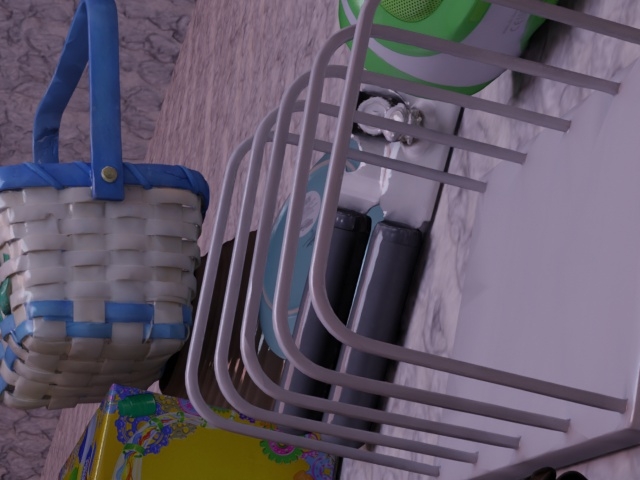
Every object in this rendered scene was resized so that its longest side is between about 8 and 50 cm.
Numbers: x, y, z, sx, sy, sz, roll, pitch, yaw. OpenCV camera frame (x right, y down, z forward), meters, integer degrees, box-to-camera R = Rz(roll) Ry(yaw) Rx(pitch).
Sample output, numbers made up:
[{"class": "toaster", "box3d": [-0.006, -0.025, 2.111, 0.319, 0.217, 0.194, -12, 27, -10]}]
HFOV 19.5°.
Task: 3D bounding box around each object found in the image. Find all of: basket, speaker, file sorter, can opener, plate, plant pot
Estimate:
[{"class": "basket", "box3d": [-0.197, -0.024, 1.517, 0.255, 0.201, 0.289, 125, 147, -61]}, {"class": "speaker", "box3d": [0.107, -0.212, 1.054, 0.296, 0.131, 0.131, 118, 162, -49]}, {"class": "file sorter", "box3d": [0.052, 0.005, 0.936, 0.278, 0.173, 0.192, 140, 142, -69]}, {"class": "can opener", "box3d": [0.040, 0.006, 1.288, 0.093, 0.074, 0.280, 17, -91, -67]}, {"class": "plate", "box3d": [0.000, 0.000, 1.408, 0.188, 0.024, 0.188, -39, 39, 41]}, {"class": "plant pot", "box3d": [-0.069, 0.085, 1.563, 0.237, 0.110, 0.237, -167, 90, -79]}]

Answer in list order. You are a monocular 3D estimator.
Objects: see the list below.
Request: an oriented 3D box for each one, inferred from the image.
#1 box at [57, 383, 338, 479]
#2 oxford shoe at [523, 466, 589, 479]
[{"class": "box", "box3d": [-0.123, 0.297, 1.399, 0.279, 0.177, 0.290, 127, 155, -64]}, {"class": "oxford shoe", "box3d": [0.095, 0.147, 0.843, 0.096, 0.083, 0.227, -56, 13, 0]}]
